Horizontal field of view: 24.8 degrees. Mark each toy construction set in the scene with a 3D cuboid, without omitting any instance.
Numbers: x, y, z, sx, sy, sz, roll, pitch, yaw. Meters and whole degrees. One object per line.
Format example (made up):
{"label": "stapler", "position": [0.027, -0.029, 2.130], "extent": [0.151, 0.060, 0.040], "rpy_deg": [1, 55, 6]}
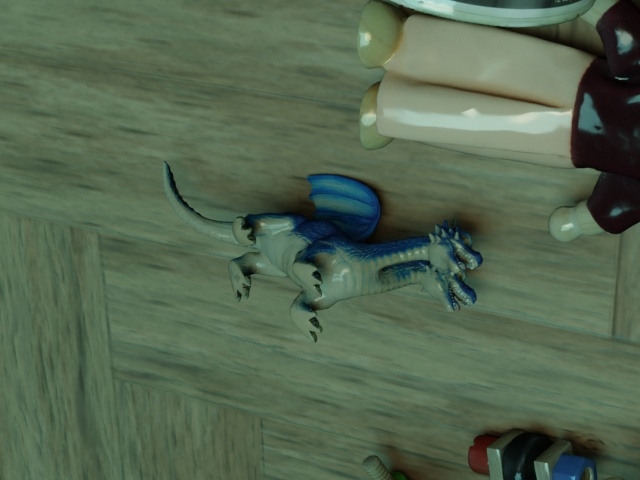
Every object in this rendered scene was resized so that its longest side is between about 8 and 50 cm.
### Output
{"label": "toy construction set", "position": [0.205, 0.312, 1.232], "extent": [0.308, 0.257, 0.237], "rpy_deg": [-19, 122, 23]}

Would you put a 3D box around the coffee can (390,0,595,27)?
{"label": "coffee can", "position": [0.118, -0.304, 0.933], "extent": [0.201, 0.201, 0.275], "rpy_deg": [22, 124, 16]}

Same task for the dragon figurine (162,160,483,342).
{"label": "dragon figurine", "position": [0.000, 0.000, 1.227], "extent": [0.289, 0.144, 0.085], "rpy_deg": [26, 129, 37]}

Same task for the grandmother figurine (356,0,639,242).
{"label": "grandmother figurine", "position": [0.196, -0.089, 1.072], "extent": [0.342, 0.104, 0.208], "rpy_deg": [11, 128, 26]}
